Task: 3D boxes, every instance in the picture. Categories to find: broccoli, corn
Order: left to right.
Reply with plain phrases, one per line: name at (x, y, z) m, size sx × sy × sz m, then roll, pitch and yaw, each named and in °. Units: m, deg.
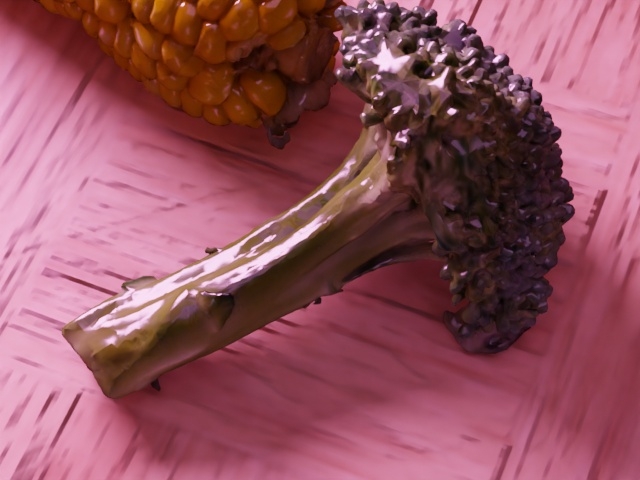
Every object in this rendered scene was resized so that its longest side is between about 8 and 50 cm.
corn at (-0.120, -0.153, 0.660) m, size 0.313 × 0.102 × 0.102 m, roll 33°, pitch 67°, yaw 18°
broccoli at (-0.001, -0.002, 0.585) m, size 0.204 × 0.122 × 0.118 m, roll -32°, pitch 49°, yaw 0°
